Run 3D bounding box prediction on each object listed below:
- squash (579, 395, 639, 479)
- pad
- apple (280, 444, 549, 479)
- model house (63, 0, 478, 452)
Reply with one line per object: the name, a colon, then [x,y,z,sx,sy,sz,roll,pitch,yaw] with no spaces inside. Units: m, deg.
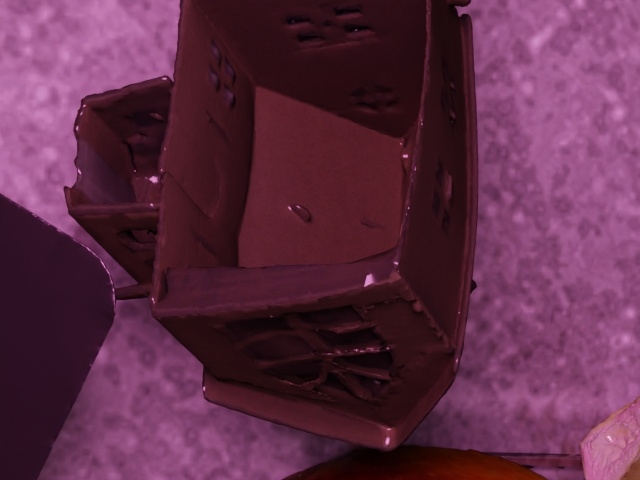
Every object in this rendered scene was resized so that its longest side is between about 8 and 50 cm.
squash: [0.287,0.145,1.108,0.250,0.083,0.083,14,92,-19]
pad: [-0.219,0.090,0.873,0.181,0.004,0.267,30,102,14]
apple: [0.039,0.262,1.007,0.346,0.254,0.179,-21,144,-17]
model house: [0.000,0.000,0.940,0.243,0.204,0.211,52,37,-55]
